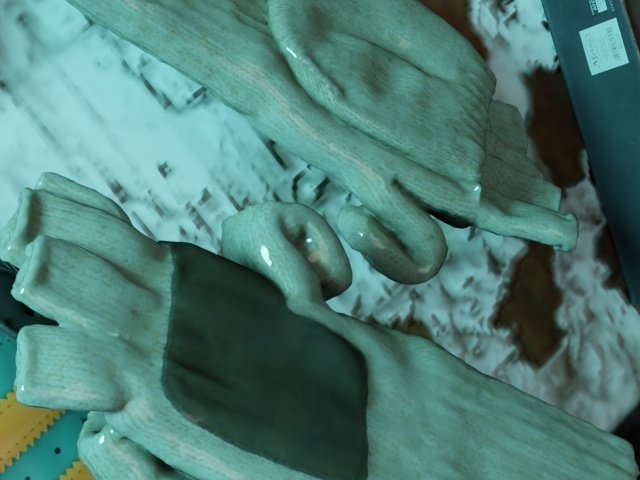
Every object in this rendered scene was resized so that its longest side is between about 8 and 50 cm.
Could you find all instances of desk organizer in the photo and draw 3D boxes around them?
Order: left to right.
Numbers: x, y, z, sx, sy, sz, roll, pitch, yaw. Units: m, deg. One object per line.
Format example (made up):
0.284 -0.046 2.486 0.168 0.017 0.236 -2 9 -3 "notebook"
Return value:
0.131 -0.046 0.642 0.050 0.047 0.130 -16 89 -28 "desk organizer"

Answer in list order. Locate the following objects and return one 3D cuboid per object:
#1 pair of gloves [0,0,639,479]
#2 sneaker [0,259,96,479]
0.000 0.000 0.522 0.204 0.042 0.240 22 43 -24 "pair of gloves"
-0.079 0.061 0.496 0.302 0.108 0.121 16 80 -20 "sneaker"
